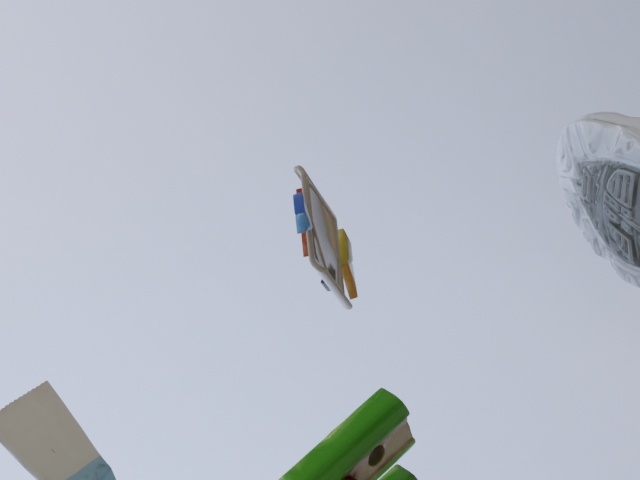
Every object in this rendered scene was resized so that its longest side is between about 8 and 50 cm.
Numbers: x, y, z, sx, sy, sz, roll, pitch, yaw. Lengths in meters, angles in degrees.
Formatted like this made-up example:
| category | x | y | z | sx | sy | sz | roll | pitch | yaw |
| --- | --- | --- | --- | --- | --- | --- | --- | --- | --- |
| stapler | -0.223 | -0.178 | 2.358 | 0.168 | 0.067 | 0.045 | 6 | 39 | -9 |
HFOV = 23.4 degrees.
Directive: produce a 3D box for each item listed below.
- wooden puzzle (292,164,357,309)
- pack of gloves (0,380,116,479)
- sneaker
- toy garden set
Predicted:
| category | x | y | z | sx | sy | sz | roll | pitch | yaw |
| --- | --- | --- | --- | --- | --- | --- | --- | --- | --- |
| wooden puzzle | 0.000 | 0.000 | 0.928 | 0.116 | 0.014 | 0.079 | 59 | -162 | -54 |
| pack of gloves | -0.264 | 0.275 | 1.461 | 0.232 | 0.046 | 0.195 | 50 | -132 | 6 |
| sneaker | 0.244 | -0.014 | 0.875 | 0.232 | 0.090 | 0.115 | 31 | -138 | 28 |
| toy garden set | 0.000 | 0.236 | 0.882 | 0.049 | 0.244 | 0.204 | 29 | -124 | 37 |
